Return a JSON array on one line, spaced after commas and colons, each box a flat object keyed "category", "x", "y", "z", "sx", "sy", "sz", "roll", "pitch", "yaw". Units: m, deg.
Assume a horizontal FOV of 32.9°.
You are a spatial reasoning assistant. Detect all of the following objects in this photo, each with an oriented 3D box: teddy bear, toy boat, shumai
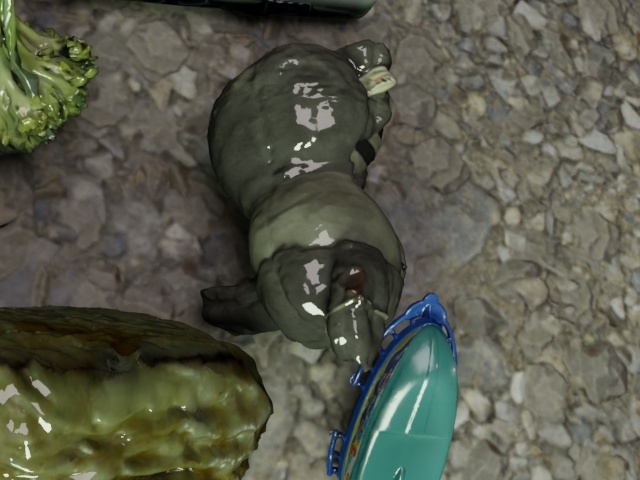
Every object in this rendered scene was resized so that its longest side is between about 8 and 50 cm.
[{"category": "teddy bear", "x": -0.012, "y": -0.009, "z": 0.805, "sx": 0.144, "sy": 0.171, "sz": 0.251, "roll": 18, "pitch": 60, "yaw": -50}, {"category": "toy boat", "x": 0.055, "y": 0.113, "z": 0.815, "sx": 0.091, "sy": 0.110, "sz": 0.175, "roll": 9, "pitch": 111, "yaw": -17}, {"category": "shumai", "x": -0.160, "y": 0.152, "z": 0.692, "sx": 0.255, "sy": 0.189, "sz": 0.218, "roll": 1, "pitch": 89, "yaw": -36}]

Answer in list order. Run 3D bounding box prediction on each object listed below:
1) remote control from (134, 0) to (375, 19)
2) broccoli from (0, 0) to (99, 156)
[{"category": "remote control", "x": -0.088, "y": -0.257, "z": 0.907, "sx": 0.296, "sy": 0.056, "sz": 0.140, "roll": 1, "pitch": 73, "yaw": -20}, {"category": "broccoli", "x": -0.225, "y": -0.170, "z": 0.665, "sx": 0.252, "sy": 0.361, "sz": 0.221, "roll": 54, "pitch": 42, "yaw": -17}]
